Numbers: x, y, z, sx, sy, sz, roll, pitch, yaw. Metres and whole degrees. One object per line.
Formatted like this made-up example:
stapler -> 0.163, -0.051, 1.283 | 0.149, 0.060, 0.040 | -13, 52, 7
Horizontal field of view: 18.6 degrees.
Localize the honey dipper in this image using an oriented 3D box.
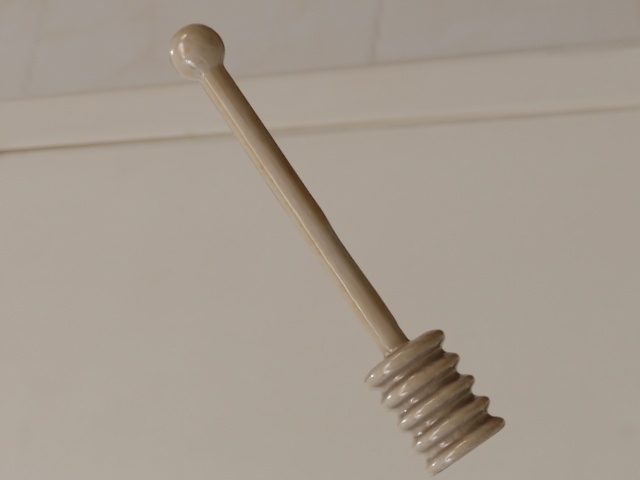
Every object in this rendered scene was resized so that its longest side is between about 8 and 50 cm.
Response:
honey dipper -> 0.000, 0.000, 0.608 | 0.160, 0.030, 0.030 | 55, -148, 8
